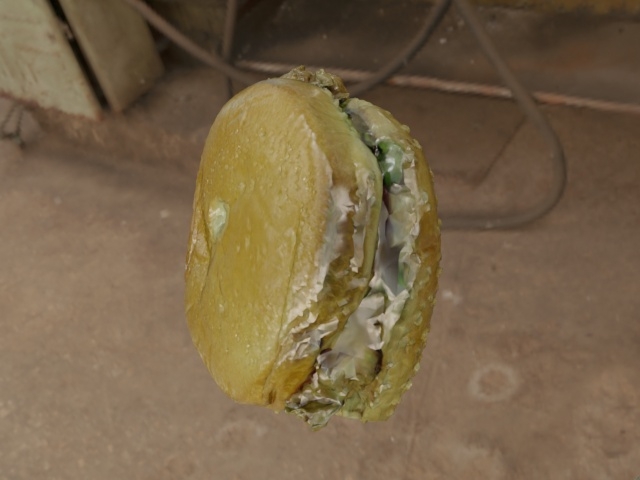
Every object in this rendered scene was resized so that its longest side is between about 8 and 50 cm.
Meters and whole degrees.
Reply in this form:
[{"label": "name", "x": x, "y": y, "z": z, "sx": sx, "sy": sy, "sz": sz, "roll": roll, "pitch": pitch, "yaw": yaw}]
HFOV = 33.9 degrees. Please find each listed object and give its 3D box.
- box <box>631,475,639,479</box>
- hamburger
[{"label": "box", "x": 0.254, "y": 0.302, "z": 0.820, "sx": 0.182, "sy": 0.312, "sz": 0.175, "roll": -26, "pitch": 72, "yaw": -41}, {"label": "hamburger", "x": 0.000, "y": 0.000, "z": 0.638, "sx": 0.122, "sy": 0.215, "sz": 0.189, "roll": 3, "pitch": 1, "yaw": -25}]
